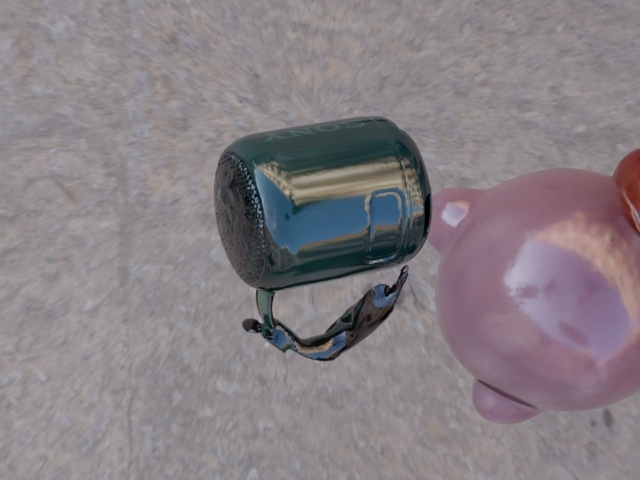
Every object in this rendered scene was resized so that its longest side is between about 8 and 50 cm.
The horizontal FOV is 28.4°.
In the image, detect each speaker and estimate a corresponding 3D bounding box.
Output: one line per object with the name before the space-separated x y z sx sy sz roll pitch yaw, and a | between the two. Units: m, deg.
speaker | 0.002 0.003 0.479 0.075 0.060 0.094 -11 98 -21

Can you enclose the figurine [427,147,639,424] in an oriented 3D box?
figurine | 0.161 0.035 0.860 0.173 0.173 0.173 0 95 0
